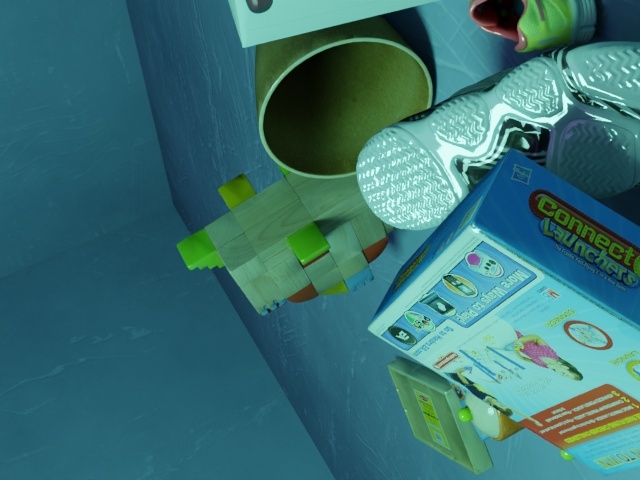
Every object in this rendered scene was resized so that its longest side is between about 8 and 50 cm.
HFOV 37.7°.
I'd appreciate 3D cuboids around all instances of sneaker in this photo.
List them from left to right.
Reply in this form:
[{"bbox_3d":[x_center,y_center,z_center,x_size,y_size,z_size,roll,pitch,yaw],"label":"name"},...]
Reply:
[{"bbox_3d":[0.178,-0.255,0.934,0.208,0.094,0.082,53,161,41],"label":"sneaker"},{"bbox_3d":[0.226,-0.120,0.922,0.365,0.210,0.137,-15,102,39],"label":"sneaker"}]

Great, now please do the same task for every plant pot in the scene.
[{"bbox_3d":[0.005,-0.257,1.311,0.237,0.237,0.254,85,170,-49],"label":"plant pot"}]

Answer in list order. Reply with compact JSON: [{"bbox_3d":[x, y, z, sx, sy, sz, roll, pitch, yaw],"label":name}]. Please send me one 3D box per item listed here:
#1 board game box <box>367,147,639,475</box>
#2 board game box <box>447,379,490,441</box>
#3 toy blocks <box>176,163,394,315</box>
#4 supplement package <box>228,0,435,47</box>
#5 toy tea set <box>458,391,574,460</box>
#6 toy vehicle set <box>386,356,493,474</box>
[{"bbox_3d":[0.229,0.088,0.877,0.301,0.086,0.308,32,155,-1],"label":"board game box"},{"bbox_3d":[0.242,0.210,1.500,0.212,0.039,0.160,61,163,14],"label":"board game box"},{"bbox_3d":[0.000,0.000,1.481,0.191,0.381,0.261,56,177,32],"label":"toy blocks"},{"bbox_3d":[0.023,-0.321,0.848,0.145,0.261,0.204,83,171,-57],"label":"supplement package"},{"bbox_3d":[0.223,0.122,1.205,0.200,0.124,0.336,153,99,-78],"label":"toy tea set"},{"bbox_3d":[0.217,0.322,1.750,0.166,0.035,0.267,69,164,-10],"label":"toy vehicle set"}]
